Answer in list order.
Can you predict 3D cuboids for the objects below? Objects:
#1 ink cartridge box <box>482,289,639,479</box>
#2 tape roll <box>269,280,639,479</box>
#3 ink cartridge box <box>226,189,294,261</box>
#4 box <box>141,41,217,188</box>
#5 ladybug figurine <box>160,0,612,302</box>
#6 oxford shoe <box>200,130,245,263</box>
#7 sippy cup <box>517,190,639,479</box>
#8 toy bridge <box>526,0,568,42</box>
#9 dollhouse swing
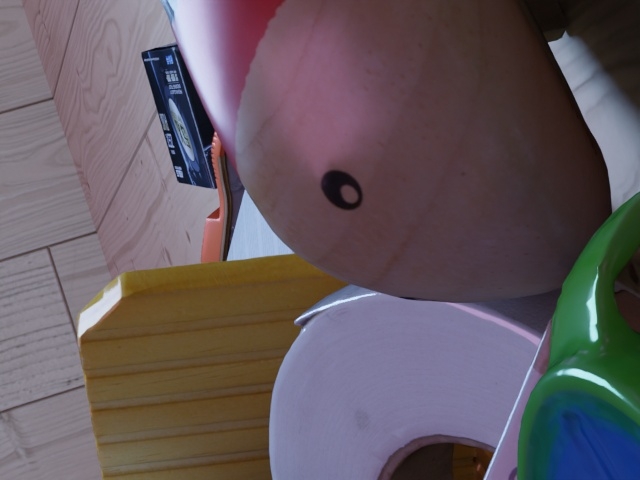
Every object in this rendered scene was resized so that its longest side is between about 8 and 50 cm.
[{"bbox_3d":[0.161,0.172,0.903,0.193,0.088,0.234,29,112,25],"label":"ink cartridge box"},{"bbox_3d":[0.127,0.185,1.109,0.392,0.072,0.392,29,135,34],"label":"tape roll"},{"bbox_3d":[0.000,0.000,1.582,0.308,0.091,0.385,-97,19,-48],"label":"ink cartridge box"},{"bbox_3d":[-0.115,-0.135,1.970,0.180,0.077,0.147,-164,57,-73],"label":"box"},{"bbox_3d":[0.012,-0.137,1.026,0.305,0.162,0.449,53,-166,-42],"label":"ladybug figurine"},{"bbox_3d":[-0.046,-0.065,1.822,0.098,0.097,0.271,19,129,15],"label":"oxford shoe"},{"bbox_3d":[0.219,0.120,0.683,0.240,0.224,0.305,-136,31,-61],"label":"sippy cup"},{"bbox_3d":[0.115,-0.112,1.220,0.188,0.026,0.063,105,148,-65],"label":"toy bridge"},{"bbox_3d":[0.023,0.188,1.363,0.347,0.305,0.315,88,160,-44],"label":"dollhouse swing"}]
